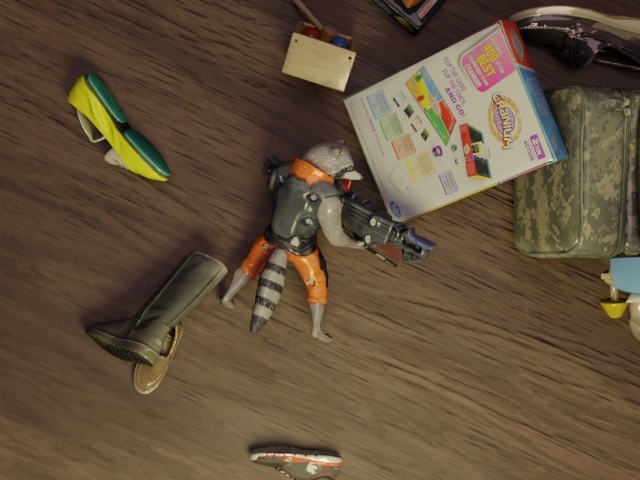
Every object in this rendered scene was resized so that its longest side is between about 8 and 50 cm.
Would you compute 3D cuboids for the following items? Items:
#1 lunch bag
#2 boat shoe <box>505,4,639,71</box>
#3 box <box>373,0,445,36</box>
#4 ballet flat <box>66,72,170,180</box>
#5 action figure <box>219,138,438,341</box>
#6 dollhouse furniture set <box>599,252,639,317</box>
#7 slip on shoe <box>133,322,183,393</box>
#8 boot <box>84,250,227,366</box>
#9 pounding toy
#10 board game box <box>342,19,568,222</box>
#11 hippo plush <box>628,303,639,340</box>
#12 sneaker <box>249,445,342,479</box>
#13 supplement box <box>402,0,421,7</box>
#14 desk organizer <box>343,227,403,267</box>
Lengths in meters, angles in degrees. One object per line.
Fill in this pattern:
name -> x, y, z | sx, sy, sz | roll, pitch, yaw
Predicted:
lunch bag -> 0.487, -0.115, 1.830 | 0.256, 0.212, 0.305 | 3, 88, -24
boat shoe -> 0.463, -0.346, 1.889 | 0.285, 0.103, 0.092 | 5, 81, -10
box -> 0.172, -0.498, 1.897 | 0.175, 0.051, 0.220 | 41, 84, -1
ballet flat -> -0.347, -0.177, 1.830 | 0.077, 0.077, 0.231 | -39, 87, 15
action figure -> 0.000, 0.000, 1.751 | 0.341, 0.178, 0.330 | 21, 102, 26
dollhouse furniture set -> 0.609, 0.095, 1.656 | 0.303, 0.286, 0.198 | -3, 97, 29
slip on shoe -> -0.273, 0.195, 1.819 | 0.051, 0.041, 0.135 | 31, 84, -2
boot -> -0.274, 0.104, 1.799 | 0.189, 0.076, 0.208 | 12, 62, 38
pounding toy -> -0.004, -0.336, 1.840 | 0.130, 0.141, 0.100 | 17, 113, -4
board game box -> 0.217, -0.187, 1.783 | 0.316, 0.064, 0.242 | -22, 88, 33
hippo plush -> 0.671, 0.083, 1.802 | 0.234, 0.294, 0.236 | 40, 74, -25
sneaker -> -0.043, 0.385, 1.819 | 0.158, 0.061, 0.065 | 7, 92, -4
supplement box -> 0.119, -0.516, 1.830 | 0.080, 0.078, 0.233 | -34, 89, -5
desk organizer -> 0.091, -0.010, 1.862 | 0.130, 0.047, 0.050 | 33, 82, -2
